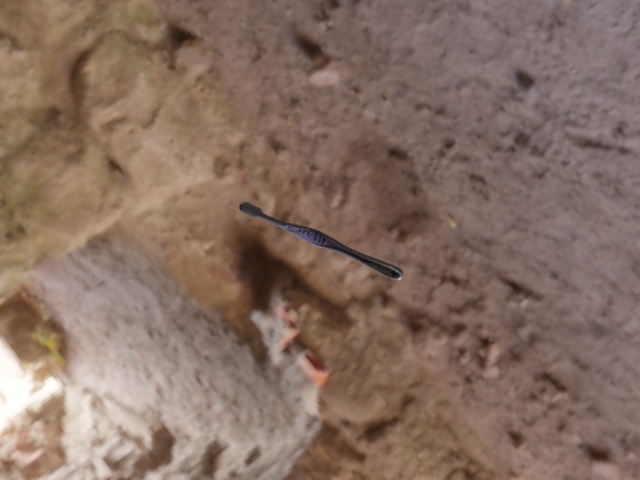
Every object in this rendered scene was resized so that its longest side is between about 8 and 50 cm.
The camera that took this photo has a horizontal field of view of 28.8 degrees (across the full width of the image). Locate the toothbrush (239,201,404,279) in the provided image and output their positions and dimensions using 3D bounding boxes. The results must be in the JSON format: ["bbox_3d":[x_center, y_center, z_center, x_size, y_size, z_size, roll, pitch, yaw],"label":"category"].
[{"bbox_3d":[0.000,0.000,0.903,0.131,0.013,0.011,24,108,12],"label":"toothbrush"}]
